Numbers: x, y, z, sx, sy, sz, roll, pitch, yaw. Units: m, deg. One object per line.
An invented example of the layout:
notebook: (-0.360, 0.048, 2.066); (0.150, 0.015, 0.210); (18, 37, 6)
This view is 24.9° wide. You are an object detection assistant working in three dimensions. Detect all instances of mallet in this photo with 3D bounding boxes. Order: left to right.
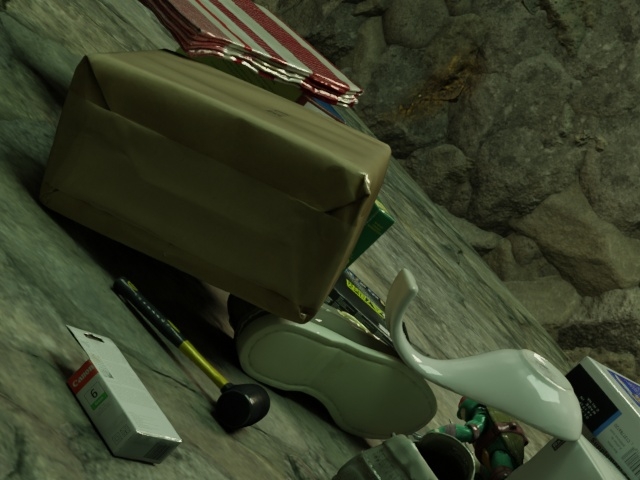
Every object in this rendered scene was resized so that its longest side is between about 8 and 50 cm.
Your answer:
mallet: (-0.120, 0.102, 1.357); (0.189, 0.039, 0.062); (45, 10, 19)

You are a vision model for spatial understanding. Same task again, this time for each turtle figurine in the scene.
turtle figurine: (0.202, 0.266, 1.801); (0.175, 0.118, 0.234); (37, 16, -42)

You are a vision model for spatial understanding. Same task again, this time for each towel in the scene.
towel: (-0.113, -0.264, 1.791); (0.329, 0.037, 0.237); (13, 26, -52)

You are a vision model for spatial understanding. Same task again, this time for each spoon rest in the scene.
spoon rest: (0.176, 0.139, 1.590); (0.276, 0.084, 0.137); (35, 15, -18)

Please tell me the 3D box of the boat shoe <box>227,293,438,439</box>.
boat shoe: (0.016, 0.130, 1.584); (0.305, 0.109, 0.091); (32, 21, -41)

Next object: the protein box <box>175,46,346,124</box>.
protein box: (-0.117, -0.171, 1.977); (0.200, 0.201, 0.136); (51, 11, 28)

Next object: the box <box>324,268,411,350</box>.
box: (0.049, 0.095, 2.053); (0.190, 0.045, 0.184); (43, 8, -11)

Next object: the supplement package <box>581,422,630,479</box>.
supplement package: (0.326, 0.322, 1.879); (0.105, 0.179, 0.105); (46, 9, 3)

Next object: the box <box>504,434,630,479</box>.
box: (0.272, 0.333, 1.600); (0.119, 0.181, 0.182); (41, 10, -21)

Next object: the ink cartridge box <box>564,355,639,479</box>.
ink cartridge box: (0.409, 0.244, 1.822); (0.165, 0.065, 0.332); (51, 13, 28)

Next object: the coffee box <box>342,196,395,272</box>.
coffee box: (0.000, 0.000, 1.820); (0.040, 0.184, 0.113); (36, 14, -41)

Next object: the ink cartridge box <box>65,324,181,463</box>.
ink cartridge box: (-0.161, 0.119, 1.123); (0.115, 0.029, 0.063); (50, 11, 29)

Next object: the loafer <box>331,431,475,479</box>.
loafer: (0.117, 0.255, 1.480); (0.112, 0.111, 0.319); (50, 11, 23)

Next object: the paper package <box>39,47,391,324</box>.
paper package: (-0.098, -0.071, 1.511); (0.309, 0.168, 0.325); (25, 11, 3)
